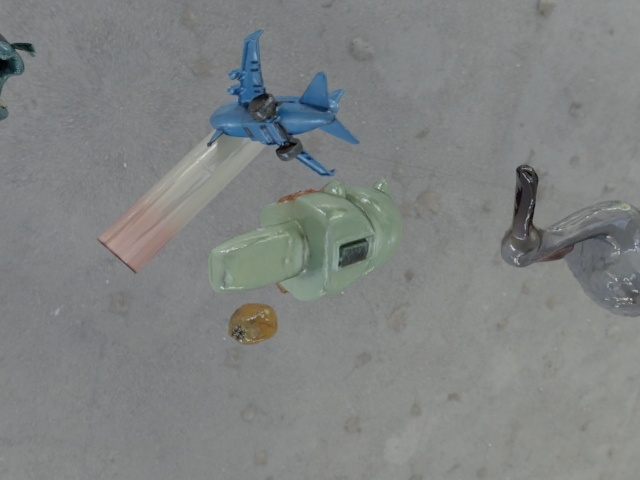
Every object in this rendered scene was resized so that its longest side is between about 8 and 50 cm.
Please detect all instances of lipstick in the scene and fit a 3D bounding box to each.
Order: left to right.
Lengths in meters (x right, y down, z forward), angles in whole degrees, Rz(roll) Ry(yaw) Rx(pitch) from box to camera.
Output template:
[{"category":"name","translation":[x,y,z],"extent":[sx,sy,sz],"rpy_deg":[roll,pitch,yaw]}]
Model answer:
[{"category":"lipstick","translation":[-0.233,-0.089,0.853],"extent":[0.327,0.087,0.087],"rpy_deg":[-48,116,-17]}]

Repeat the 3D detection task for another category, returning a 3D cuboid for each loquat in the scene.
[{"category":"loquat","translation":[-0.178,0.220,1.274],"extent":[0.137,0.137,0.112],"rpy_deg":[-3,97,-21]}]

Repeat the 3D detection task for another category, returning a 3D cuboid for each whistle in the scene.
[{"category":"whistle","translation":[0.001,0.002,0.469],"extent":[0.253,0.106,0.101],"rpy_deg":[-18,87,-46]}]

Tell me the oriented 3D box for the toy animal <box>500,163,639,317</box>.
[{"category":"toy animal","translation":[0.268,0.006,0.434],"extent":[0.325,0.090,0.195],"rpy_deg":[-2,134,-15]}]

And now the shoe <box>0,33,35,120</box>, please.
[{"category":"shoe","translation":[-0.466,-0.192,0.636],"extent":[0.106,0.091,0.207],"rpy_deg":[32,84,2]}]

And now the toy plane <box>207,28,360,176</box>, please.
[{"category":"toy plane","translation":[-0.078,-0.187,0.747],"extent":[0.254,0.272,0.105],"rpy_deg":[56,46,-40]}]
